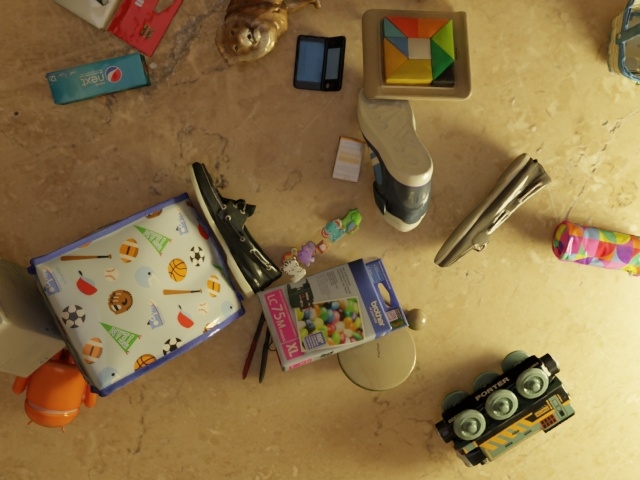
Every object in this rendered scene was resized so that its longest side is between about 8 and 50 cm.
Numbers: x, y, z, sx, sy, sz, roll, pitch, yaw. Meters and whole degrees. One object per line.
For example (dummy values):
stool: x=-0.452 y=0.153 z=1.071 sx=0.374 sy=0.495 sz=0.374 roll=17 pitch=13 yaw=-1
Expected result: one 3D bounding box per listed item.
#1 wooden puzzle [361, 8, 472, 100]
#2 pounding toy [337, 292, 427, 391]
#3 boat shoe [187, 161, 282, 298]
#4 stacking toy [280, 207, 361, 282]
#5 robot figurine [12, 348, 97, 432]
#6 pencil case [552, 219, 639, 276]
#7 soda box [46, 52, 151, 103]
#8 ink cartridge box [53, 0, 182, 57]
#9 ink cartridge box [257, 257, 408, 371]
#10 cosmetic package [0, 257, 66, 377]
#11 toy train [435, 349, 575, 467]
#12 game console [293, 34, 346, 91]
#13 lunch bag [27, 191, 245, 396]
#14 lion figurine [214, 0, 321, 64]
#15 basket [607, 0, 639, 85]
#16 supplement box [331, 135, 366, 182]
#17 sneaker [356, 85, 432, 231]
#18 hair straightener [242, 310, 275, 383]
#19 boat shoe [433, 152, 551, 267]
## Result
wooden puzzle: x=0.214 y=-0.418 z=1.668 sx=0.239 sy=0.044 sz=0.221 roll=-1 pitch=75 yaw=-1
pounding toy: x=0.136 y=0.252 z=1.778 sx=0.183 sy=0.110 sz=0.237 roll=24 pitch=67 yaw=5
boat shoe: x=-0.188 y=-0.037 z=1.698 sx=0.113 sy=0.127 sz=0.340 roll=-25 pitch=100 yaw=0
stacking toy: x=0.000 y=0.000 z=1.690 sx=0.221 sy=0.167 sz=0.052 roll=-40 pitch=97 yaw=4
robot figurine: x=-0.610 y=0.335 z=1.730 sx=0.128 sy=0.158 sz=0.219 roll=21 pitch=98 yaw=37
pencil case: x=0.667 y=0.023 z=1.758 sx=0.236 sy=0.104 sz=0.104 roll=13 pitch=97 yaw=-3
soda box: x=-0.492 y=-0.360 z=1.670 sx=0.210 sy=0.067 sz=0.071 roll=-13 pitch=98 yaw=0
ink cartridge box: x=-0.419 y=-0.583 z=1.649 sx=0.239 sy=0.060 sz=0.275 roll=31 pitch=95 yaw=-5
ink cartridge box: x=0.031 y=0.160 z=1.714 sx=0.311 sy=0.065 sz=0.186 roll=-17 pitch=71 yaw=-11
cosmetic package: x=-0.699 y=0.153 z=1.611 sx=0.138 sy=0.225 sz=0.224 roll=-39 pitch=65 yaw=3
toy train: x=0.442 y=0.408 z=1.786 sx=0.334 sy=0.142 sz=0.190 roll=-34 pitch=107 yaw=2
game console: x=-0.002 y=-0.401 z=1.687 sx=0.071 sy=0.107 sz=0.122 roll=0 pitch=99 yaw=-31
lunch bag: x=-0.391 y=0.109 z=1.650 sx=0.385 sy=0.239 sz=0.328 roll=-29 pitch=97 yaw=-24
lion figurine: x=-0.145 y=-0.592 z=1.637 sx=0.240 sy=0.142 sz=0.392 roll=-14 pitch=84 yaw=7
basket: x=0.764 y=-0.431 z=1.602 sx=0.255 sy=0.289 sz=0.201 roll=3 pitch=92 yaw=0
supplement box: x=0.065 y=-0.187 z=1.733 sx=0.062 sy=0.036 sz=0.098 roll=12 pitch=97 yaw=-4
sneaker: x=0.154 y=-0.173 z=1.697 sx=0.130 sy=0.323 sz=0.236 roll=-11 pitch=143 yaw=-12
hair straightener: x=-0.116 y=0.232 z=1.784 sx=0.089 sy=0.047 sz=0.230 roll=16 pitch=92 yaw=-5
boat shoe: x=0.401 y=-0.051 z=1.729 sx=0.095 sy=0.112 sz=0.335 roll=40 pitch=91 yaw=-2
